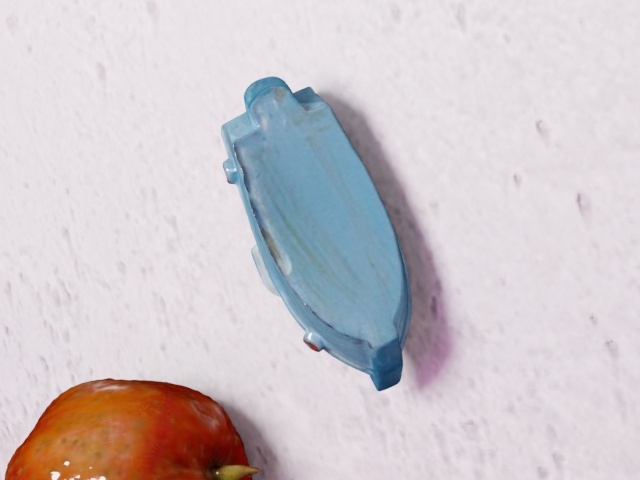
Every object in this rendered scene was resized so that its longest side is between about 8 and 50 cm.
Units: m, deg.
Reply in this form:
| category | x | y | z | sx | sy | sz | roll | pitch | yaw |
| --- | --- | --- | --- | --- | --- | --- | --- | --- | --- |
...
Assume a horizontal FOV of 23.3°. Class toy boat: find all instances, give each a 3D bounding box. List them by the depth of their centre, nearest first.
| category | x | y | z | sx | sy | sz | roll | pitch | yaw |
| --- | --- | --- | --- | --- | --- | --- | --- | --- | --- |
| toy boat | 0.000 | 0.000 | 1.028 | 0.215 | 0.088 | 0.102 | 64 | 167 | 5 |

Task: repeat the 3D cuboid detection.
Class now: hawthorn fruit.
| category | x | y | z | sx | sy | sz | roll | pitch | yaw |
| --- | --- | --- | --- | --- | --- | --- | --- | --- | --- |
| hawthorn fruit | -0.124 | 0.178 | 1.128 | 0.200 | 0.179 | 0.179 | -22 | 89 | 27 |
